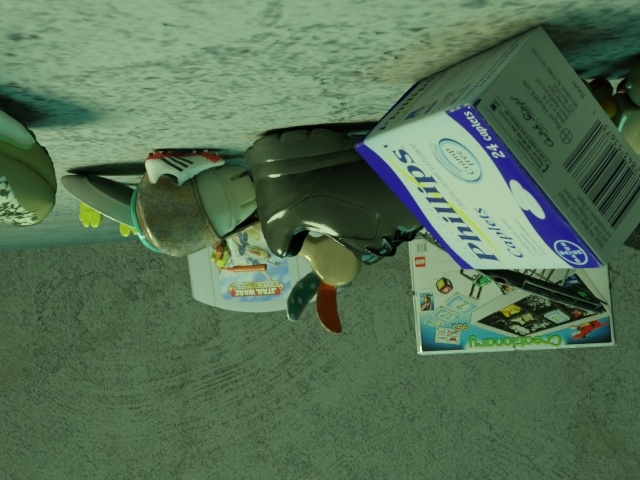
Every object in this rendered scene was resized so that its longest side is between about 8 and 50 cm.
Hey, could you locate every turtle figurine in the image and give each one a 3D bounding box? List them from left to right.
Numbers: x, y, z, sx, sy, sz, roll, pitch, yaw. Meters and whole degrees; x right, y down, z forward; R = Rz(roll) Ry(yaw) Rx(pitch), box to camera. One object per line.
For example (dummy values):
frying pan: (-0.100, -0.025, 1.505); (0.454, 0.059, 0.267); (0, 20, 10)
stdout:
turtle figurine: (-0.213, -0.030, 1.013); (0.270, 0.087, 0.217); (25, -176, 23)

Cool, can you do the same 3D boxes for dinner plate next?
dinner plate: (-0.226, -0.046, 0.823); (0.141, 0.017, 0.141); (28, -172, -4)

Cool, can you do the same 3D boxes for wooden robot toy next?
wooden robot toy: (0.214, -0.103, 0.500); (0.174, 0.076, 0.079); (-4, 144, -3)

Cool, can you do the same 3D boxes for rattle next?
rattle: (0.000, 0.000, 0.818); (0.130, 0.199, 0.143); (-4, 179, -20)

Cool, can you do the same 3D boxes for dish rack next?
dish rack: (0.185, -0.006, 0.802); (0.208, 0.074, 0.271); (15, -166, -32)

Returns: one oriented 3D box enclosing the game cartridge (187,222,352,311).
game cartridge: (-0.093, 0.010, 1.101); (0.297, 0.197, 0.062); (-6, 178, 36)

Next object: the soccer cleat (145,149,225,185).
soccer cleat: (-0.136, -0.073, 0.728); (0.083, 0.035, 0.029); (-4, 179, -33)

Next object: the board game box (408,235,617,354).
board game box: (0.302, 0.078, 1.151); (0.306, 0.192, 0.053); (-4, 179, 12)

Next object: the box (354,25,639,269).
box: (0.111, -0.047, 0.454); (0.072, 0.126, 0.137); (-48, -165, -18)

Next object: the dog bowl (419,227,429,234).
dog bowl: (0.276, -0.068, 1.128); (0.349, 0.102, 0.349); (-4, 178, 0)

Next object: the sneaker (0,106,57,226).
sneaker: (-0.298, 0.007, 0.369); (0.158, 0.181, 0.410); (-5, 179, 21)

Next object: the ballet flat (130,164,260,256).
ballet flat: (-0.120, -0.050, 0.843); (0.106, 0.107, 0.316); (-17, -175, 8)

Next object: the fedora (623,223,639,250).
fedora: (0.548, -0.011, 0.926); (0.334, 0.152, 0.334); (-17, -154, 9)

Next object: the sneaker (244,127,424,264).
sneaker: (0.073, -0.045, 0.660); (0.287, 0.130, 0.109); (-6, 177, 19)

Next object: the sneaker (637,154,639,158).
sneaker: (0.358, -0.077, 0.849); (0.316, 0.127, 0.182); (2, -176, 8)
